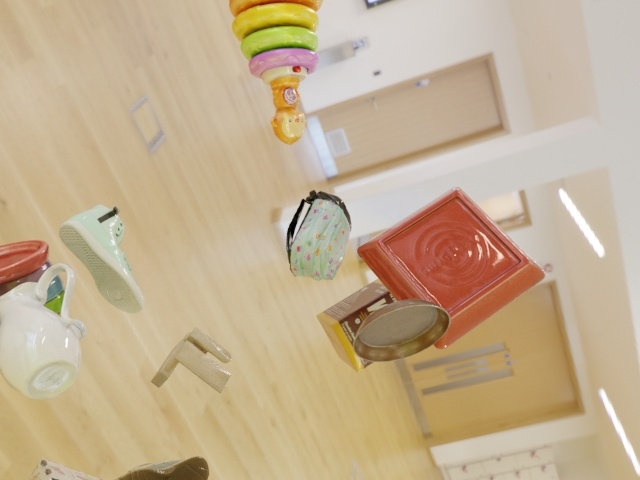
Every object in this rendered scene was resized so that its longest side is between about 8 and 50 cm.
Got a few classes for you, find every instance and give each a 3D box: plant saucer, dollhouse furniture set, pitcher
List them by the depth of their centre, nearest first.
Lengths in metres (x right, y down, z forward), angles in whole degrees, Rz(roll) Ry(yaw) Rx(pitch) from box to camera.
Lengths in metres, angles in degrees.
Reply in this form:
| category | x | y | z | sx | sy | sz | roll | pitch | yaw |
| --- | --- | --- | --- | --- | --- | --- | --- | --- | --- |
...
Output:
| category | x | y | z | sx | sy | sz | roll | pitch | yaw |
| --- | --- | --- | --- | --- | --- | --- | --- | --- | --- |
| plant saucer | 0.132 | 0.147 | 1.092 | 0.168 | 0.168 | 0.029 | 59 | 10 | -50 |
| pitcher | -0.465 | 0.147 | 1.103 | 0.207 | 0.178 | 0.125 | 45 | 0 | 39 |
| plant saucer | 0.243 | 0.032 | 1.226 | 0.259 | 0.258 | 0.048 | 51 | -15 | 26 |
| dollhouse furniture set | -0.281 | 0.290 | 1.476 | 0.123 | 0.151 | 0.144 | 39 | 34 | -9 |

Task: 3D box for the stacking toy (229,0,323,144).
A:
| category | x | y | z | sx | sy | sz | roll | pitch | yaw |
| --- | --- | --- | --- | --- | --- | --- | --- | --- | --- |
| stacking toy | -0.062 | -0.293 | 0.973 | 0.175 | 0.165 | 0.302 | -6 | 88 | -43 |

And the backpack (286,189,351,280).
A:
| category | x | y | z | sx | sy | sz | roll | pitch | yaw |
| --- | --- | --- | --- | --- | --- | --- | --- | --- | --- |
| backpack | 0.000 | 0.000 | 1.419 | 0.182 | 0.115 | 0.152 | -63 | 147 | -37 |

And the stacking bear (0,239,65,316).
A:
| category | x | y | z | sx | sy | sz | roll | pitch | yaw |
| --- | --- | --- | --- | --- | --- | --- | --- | --- | --- |
| stacking bear | -0.606 | 0.160 | 1.373 | 0.175 | 0.164 | 0.289 | 23 | -51 | 55 |

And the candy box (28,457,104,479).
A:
| category | x | y | z | sx | sy | sz | roll | pitch | yaw |
| --- | --- | --- | --- | --- | --- | --- | --- | --- | --- |
| candy box | -0.489 | 0.548 | 1.383 | 0.233 | 0.159 | 0.071 | 32 | 73 | -23 |

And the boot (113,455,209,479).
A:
| category | x | y | z | sx | sy | sz | roll | pitch | yaw |
| --- | --- | --- | --- | --- | --- | --- | --- | --- | --- |
| boot | -0.343 | 0.470 | 1.256 | 0.213 | 0.165 | 0.077 | -3 | 76 | -45 |

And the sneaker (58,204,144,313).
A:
| category | x | y | z | sx | sy | sz | roll | pitch | yaw |
| --- | --- | --- | --- | --- | --- | --- | --- | --- | --- |
| sneaker | -0.457 | 0.033 | 1.484 | 0.256 | 0.094 | 0.151 | 57 | 30 | -15 |

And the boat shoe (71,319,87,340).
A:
| category | x | y | z | sx | sy | sz | roll | pitch | yaw |
| --- | --- | --- | --- | --- | --- | --- | --- | --- | --- |
| boat shoe | -0.728 | 0.275 | 1.765 | 0.083 | 0.226 | 0.076 | 54 | 30 | -9 |

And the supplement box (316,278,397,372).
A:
| category | x | y | z | sx | sy | sz | roll | pitch | yaw |
| --- | --- | --- | --- | --- | --- | --- | --- | --- | --- |
| supplement box | 0.119 | 0.200 | 1.604 | 0.129 | 0.194 | 0.191 | 61 | -10 | -6 |
